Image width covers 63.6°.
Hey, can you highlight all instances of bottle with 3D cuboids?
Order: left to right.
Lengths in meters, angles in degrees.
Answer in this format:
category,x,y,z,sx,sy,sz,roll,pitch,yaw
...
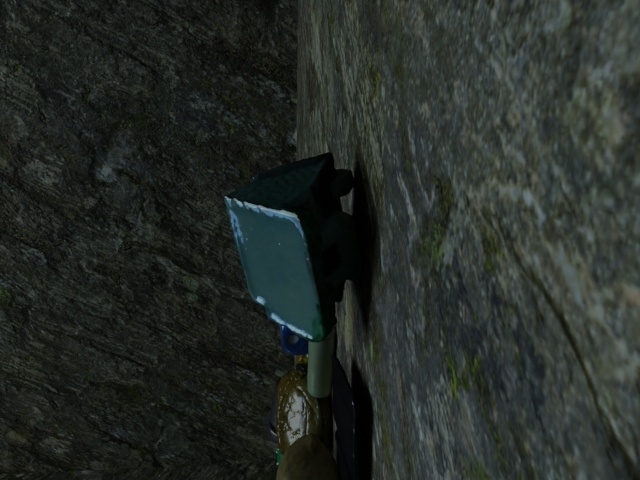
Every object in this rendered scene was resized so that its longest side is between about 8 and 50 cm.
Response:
category,x,y,z,sx,sy,sz,roll,pitch,yaw
bottle,0.001,0.322,1.385,0.072,0.072,0.201,-101,13,-63

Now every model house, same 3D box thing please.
category,x,y,z,sx,sy,sz,roll,pitch,yaw
model house,0.000,0.000,0.989,0.230,0.249,0.280,18,128,43

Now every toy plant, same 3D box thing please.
category,x,y,z,sx,sy,sz,roll,pitch,yaw
toy plant,-0.086,0.676,1.784,0.280,0.185,0.400,18,111,40

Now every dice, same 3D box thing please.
category,x,y,z,sx,sy,sz,roll,pitch,yaw
dice,-0.055,0.255,1.579,0.146,0.146,0.143,-102,11,-61

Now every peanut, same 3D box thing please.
category,x,y,z,sx,sy,sz,roll,pitch,yaw
peanut,-0.024,0.657,1.216,0.192,0.170,0.387,90,180,-54

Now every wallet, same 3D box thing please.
category,x,y,z,sx,sy,sz,roll,pitch,yaw
wallet,0.055,0.406,1.003,0.247,0.041,0.322,-122,29,-80

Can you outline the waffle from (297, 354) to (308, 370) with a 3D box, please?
category,x,y,z,sx,sy,sz,roll,pitch,yaw
waffle,-0.072,0.441,2.152,0.325,0.068,0.302,95,173,-52

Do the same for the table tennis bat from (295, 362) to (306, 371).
category,x,y,z,sx,sy,sz,roll,pitch,yaw
table tennis bat,-0.058,0.532,1.980,0.158,0.014,0.095,30,126,56

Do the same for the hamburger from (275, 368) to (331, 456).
category,x,y,z,sx,sy,sz,roll,pitch,yaw
hamburger,-0.059,0.517,1.540,0.265,0.134,0.284,135,134,-71
